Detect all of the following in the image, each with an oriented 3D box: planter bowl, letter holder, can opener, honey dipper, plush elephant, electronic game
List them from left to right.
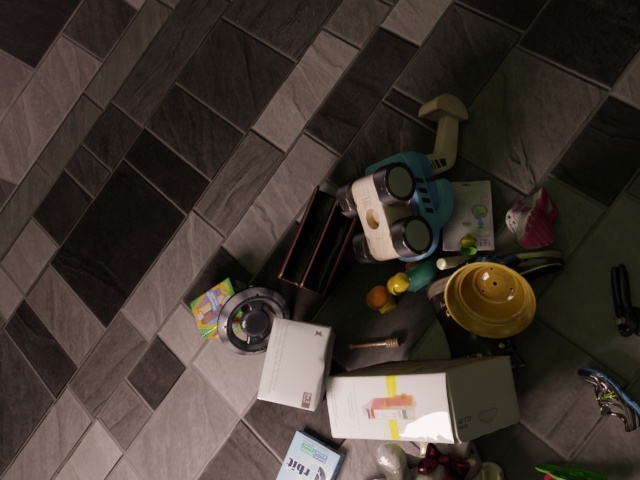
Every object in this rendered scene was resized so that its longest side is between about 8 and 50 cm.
[{"bbox_3d":[-0.202,0.246,2.014,0.229,0.229,0.048,-55,29,3],"label":"electronic game"},{"bbox_3d":[0.000,0.000,1.951,0.152,0.214,0.301,23,86,-3],"label":"letter holder"},{"bbox_3d":[0.154,0.303,1.919,0.161,0.030,0.030,-12,70,27],"label":"honey dipper"},{"bbox_3d":[0.314,0.568,1.642,0.272,0.330,0.255,30,61,25],"label":"plush elephant"},{"bbox_3d":[0.420,0.125,1.620,0.217,0.090,0.217,11,122,19],"label":"planter bowl"},{"bbox_3d":[0.755,0.151,1.650,0.059,0.073,0.186,138,132,-56],"label":"can opener"}]

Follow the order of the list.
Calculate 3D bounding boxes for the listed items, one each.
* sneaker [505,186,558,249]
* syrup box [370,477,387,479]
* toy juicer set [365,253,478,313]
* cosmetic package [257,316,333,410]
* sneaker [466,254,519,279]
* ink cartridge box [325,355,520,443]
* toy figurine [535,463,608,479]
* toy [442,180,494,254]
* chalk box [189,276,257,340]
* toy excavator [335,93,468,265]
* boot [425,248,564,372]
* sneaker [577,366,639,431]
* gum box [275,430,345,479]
[{"bbox_3d":[0.544,-0.042,1.734,0.111,0.252,0.103,-28,100,36],"label":"sneaker"},{"bbox_3d":[0.149,0.760,1.750,0.093,0.096,0.236,-19,67,21],"label":"syrup box"},{"bbox_3d":[0.259,0.089,1.823,0.329,0.209,0.089,-32,72,17],"label":"toy juicer set"},{"bbox_3d":[-0.054,0.334,1.799,0.156,0.385,0.217,11,78,6],"label":"cosmetic package"},{"bbox_3d":[0.431,0.060,1.679,0.144,0.053,0.059,-24,60,29],"label":"sneaker"},{"bbox_3d":[0.246,0.383,1.624,0.385,0.279,0.160,-13,81,45],"label":"ink cartridge box"},{"bbox_3d":[0.588,0.631,1.568,0.173,0.130,0.159,-1,84,49],"label":"toy figurine"},{"bbox_3d":[0.413,-0.060,1.863,0.137,0.056,0.237,-1,53,11],"label":"toy"},{"bbox_3d":[-0.281,0.211,2.107,0.213,0.132,0.132,-32,63,17],"label":"chalk box"},{"bbox_3d":[0.274,-0.174,1.852,0.222,0.445,0.432,-19,88,54],"label":"toy excavator"},{"bbox_3d":[0.475,0.196,1.722,0.378,0.138,0.284,-20,66,24],"label":"boot"},{"bbox_3d":[0.694,0.381,1.598,0.078,0.067,0.188,-43,64,3],"label":"sneaker"},{"bbox_3d":[-0.035,0.667,1.902,0.157,0.041,0.184,21,85,30],"label":"gum box"}]
